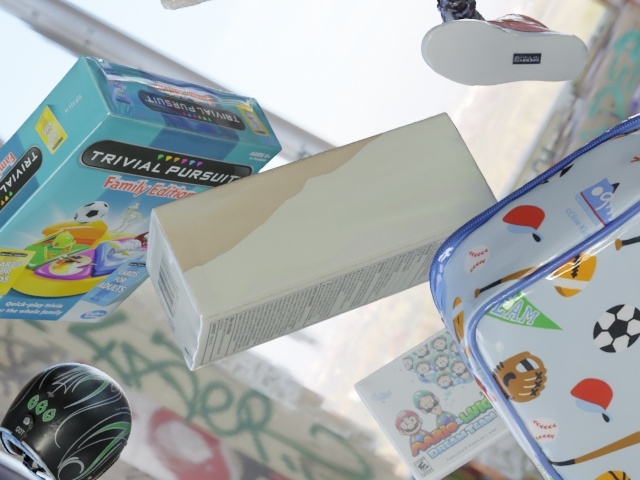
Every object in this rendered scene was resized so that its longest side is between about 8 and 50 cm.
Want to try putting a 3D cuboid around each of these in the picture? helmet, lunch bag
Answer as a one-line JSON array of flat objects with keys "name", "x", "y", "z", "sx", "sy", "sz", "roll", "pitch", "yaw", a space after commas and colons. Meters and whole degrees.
[{"name": "helmet", "x": -0.336, "y": 0.246, "z": 1.662, "sx": 0.161, "sy": 0.169, "sz": 0.169, "roll": -44, "pitch": -10, "yaw": -27}, {"name": "lunch bag", "x": 0.237, "y": 0.072, "z": 0.872, "sx": 0.243, "sy": 0.303, "sz": 0.115, "roll": -35, "pitch": 30, "yaw": 3}]

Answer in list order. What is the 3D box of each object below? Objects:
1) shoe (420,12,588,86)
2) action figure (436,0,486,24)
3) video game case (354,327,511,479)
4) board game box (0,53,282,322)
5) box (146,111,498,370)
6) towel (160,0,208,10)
[{"name": "shoe", "x": 0.171, "y": -0.192, "z": 1.223, "sx": 0.081, "sy": 0.178, "sz": 0.063, "roll": -133, "pitch": 46, "yaw": -62}, {"name": "action figure", "x": 0.197, "y": -0.419, "z": 1.955, "sx": 0.099, "sy": 0.285, "sz": 0.185, "roll": -25, "pitch": 49, "yaw": 21}, {"name": "video game case", "x": 0.138, "y": 0.170, "z": 1.330, "sx": 0.157, "sy": 0.143, "sz": 0.019, "roll": -31, "pitch": -33, "yaw": -7}, {"name": "board game box", "x": -0.242, "y": -0.038, "z": 1.310, "sx": 0.336, "sy": 0.079, "sz": 0.254, "roll": -41, "pitch": -27, "yaw": 28}, {"name": "box", "x": 0.000, "y": 0.000, "z": 1.183, "sx": 0.311, "sy": 0.121, "sz": 0.148, "roll": -19, "pitch": -20, "yaw": -20}, {"name": "towel", "x": -0.138, "y": -0.449, "z": 2.060, "sx": 0.282, "sy": 0.187, "sz": 0.049, "roll": -57, "pitch": -47, "yaw": -63}]
